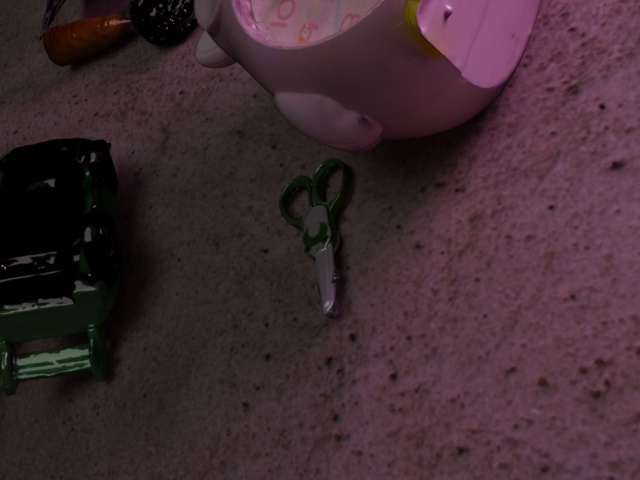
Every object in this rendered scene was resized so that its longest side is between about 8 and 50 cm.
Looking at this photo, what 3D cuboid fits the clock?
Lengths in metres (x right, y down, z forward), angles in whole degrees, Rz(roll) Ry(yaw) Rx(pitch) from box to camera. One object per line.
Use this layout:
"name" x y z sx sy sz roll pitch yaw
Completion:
"clock" 0.046 -0.279 1.038 0.377 0.250 0.368 18 85 41

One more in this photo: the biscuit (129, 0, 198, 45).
"biscuit" -0.227 -0.398 1.489 0.194 0.053 0.194 -20 56 32

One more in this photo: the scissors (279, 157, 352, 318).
"scissors" 0.000 0.000 1.088 0.101 0.027 0.204 -28 49 29

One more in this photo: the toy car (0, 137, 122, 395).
"toy car" -0.376 0.014 1.307 0.213 0.176 0.358 -11 46 1

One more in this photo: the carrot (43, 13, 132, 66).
"carrot" -0.385 -0.347 1.589 0.205 0.072 0.072 -7 63 39

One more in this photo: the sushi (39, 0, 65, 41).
"sushi" -0.445 -0.493 1.621 0.279 0.043 0.192 -82 14 -48
